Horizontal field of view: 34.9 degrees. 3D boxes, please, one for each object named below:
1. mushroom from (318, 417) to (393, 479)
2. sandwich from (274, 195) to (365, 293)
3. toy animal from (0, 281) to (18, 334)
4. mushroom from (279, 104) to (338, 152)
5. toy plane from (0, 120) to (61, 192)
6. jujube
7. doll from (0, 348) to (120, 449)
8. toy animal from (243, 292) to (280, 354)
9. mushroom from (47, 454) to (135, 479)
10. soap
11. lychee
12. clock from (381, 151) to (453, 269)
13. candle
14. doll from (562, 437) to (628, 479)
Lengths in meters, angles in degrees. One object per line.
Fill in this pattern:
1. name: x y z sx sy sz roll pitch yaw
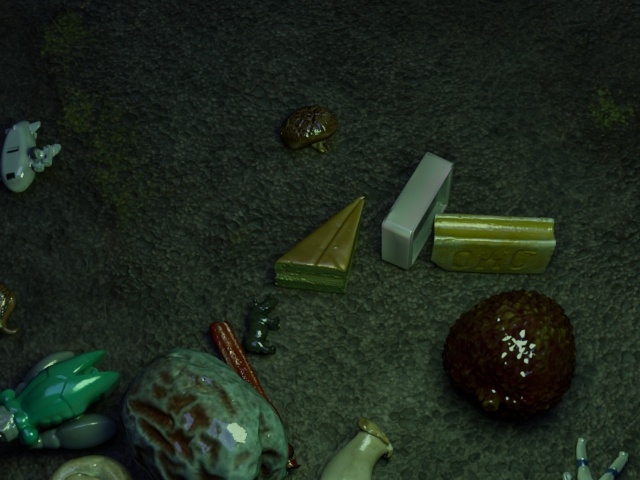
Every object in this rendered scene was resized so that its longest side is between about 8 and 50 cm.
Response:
1. mushroom: 0.055 0.413 1.786 0.097 0.088 0.212 33 59 6
2. sandwich: 0.000 0.000 2.000 0.144 0.117 0.187 12 62 3
3. toy animal: -0.666 0.101 1.978 0.241 0.056 0.099 31 65 17
4. mushroom: -0.025 -0.239 2.153 0.126 0.085 0.109 -25 65 -1
5. toy plane: -0.624 -0.176 2.122 0.174 0.080 0.174 -9 60 16
6. jujube: -0.209 0.328 1.740 0.308 0.246 0.215 26 32 31
7. doll: -0.489 0.282 1.824 0.258 0.153 0.194 -3 65 -12
8. toy animal: -0.109 0.157 1.952 0.065 0.047 0.135 7 61 6
9. mushroom: -0.396 0.449 1.743 0.166 0.127 0.166 0 68 1
10. soap: 0.330 0.008 1.983 0.232 0.140 0.073 2 60 1
11. lychee: 0.344 0.198 1.830 0.236 0.236 0.271 23 43 13
12. clock: 0.192 -0.056 2.014 0.063 0.150 0.197 25 63 17
13. candle: -0.124 0.286 1.881 0.051 0.048 0.329 3 49 -47
14. doll: 0.471 0.461 1.779 0.114 0.057 0.227 20 53 4
